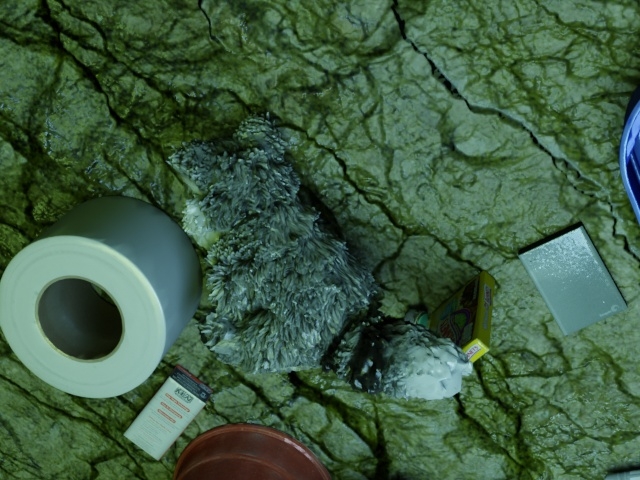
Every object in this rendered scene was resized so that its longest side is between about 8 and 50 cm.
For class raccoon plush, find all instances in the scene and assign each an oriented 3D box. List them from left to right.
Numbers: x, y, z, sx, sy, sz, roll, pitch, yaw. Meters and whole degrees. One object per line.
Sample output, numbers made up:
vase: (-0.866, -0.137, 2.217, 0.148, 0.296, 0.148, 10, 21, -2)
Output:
raccoon plush: (0.000, 0.000, 1.309, 0.447, 0.216, 0.299, 5, 114, 34)

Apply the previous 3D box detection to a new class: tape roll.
tape roll: (-0.307, 0.077, 1.462, 0.246, 0.169, 0.246, 4, 112, 10)

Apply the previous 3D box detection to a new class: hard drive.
hard drive: (0.340, 0.053, 1.391, 0.094, 0.022, 0.135, -27, 104, 21)

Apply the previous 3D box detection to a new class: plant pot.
plant pot: (-0.130, 0.456, 1.522, 0.273, 0.265, 0.272, 4, 112, 10)

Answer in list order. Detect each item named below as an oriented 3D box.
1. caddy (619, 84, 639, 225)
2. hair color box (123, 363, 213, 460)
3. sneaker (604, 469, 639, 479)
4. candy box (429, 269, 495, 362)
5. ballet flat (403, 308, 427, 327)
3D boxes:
caddy: (0.493, -0.068, 1.224, 0.241, 0.179, 0.341, -21, 106, 18)
hair color box: (-0.235, 0.266, 1.590, 0.072, 0.043, 0.141, 38, 115, -4)
sneaker: (0.455, 0.432, 1.493, 0.132, 0.086, 0.228, -8, 99, 20)
candy box: (0.180, 0.118, 1.350, 0.027, 0.206, 0.105, 42, 114, -7)
ballet flat: (0.130, 0.148, 1.471, 0.041, 0.041, 0.114, 6, 112, 10)
